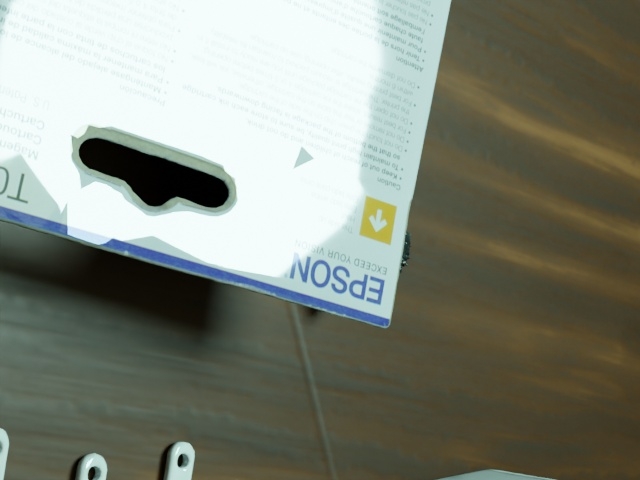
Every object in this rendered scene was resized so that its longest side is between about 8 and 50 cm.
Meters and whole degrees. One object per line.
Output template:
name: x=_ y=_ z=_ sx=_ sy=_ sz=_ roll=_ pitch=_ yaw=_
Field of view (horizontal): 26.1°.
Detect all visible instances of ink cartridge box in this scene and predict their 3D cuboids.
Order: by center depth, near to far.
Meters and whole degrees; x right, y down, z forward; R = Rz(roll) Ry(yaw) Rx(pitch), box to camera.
ink cartridge box: x=-0.074 y=-0.149 z=0.705 sx=0.324 sy=0.071 sz=0.330 roll=18 pitch=79 yaw=-34

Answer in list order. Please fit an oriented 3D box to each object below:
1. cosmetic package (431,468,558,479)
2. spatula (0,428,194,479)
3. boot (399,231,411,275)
cosmetic package: x=0.100 y=0.232 z=0.835 sx=0.184 sy=0.151 sz=0.151 roll=-1 pitch=91 yaw=-43
spatula: x=-0.134 y=0.219 z=0.704 sx=0.168 sy=0.019 sz=0.242 roll=14 pitch=81 yaw=-42
boot: x=-0.001 y=0.000 z=0.812 sx=0.099 sy=0.045 sz=0.121 roll=57 pitch=48 yaw=-23
